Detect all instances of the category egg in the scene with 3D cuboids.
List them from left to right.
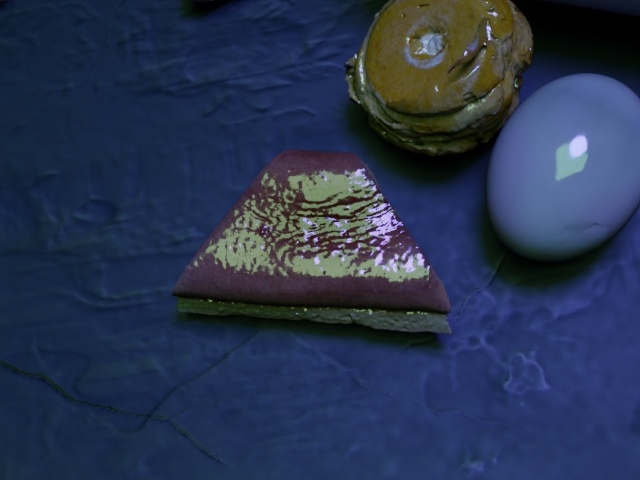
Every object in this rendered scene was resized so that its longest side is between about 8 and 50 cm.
[{"bbox_3d":[0.165,-0.048,0.644,0.103,0.103,0.135,28,78,14],"label":"egg"}]

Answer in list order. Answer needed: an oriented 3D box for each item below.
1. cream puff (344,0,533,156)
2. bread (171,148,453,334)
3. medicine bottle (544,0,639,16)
[{"bbox_3d":[0.087,-0.117,0.676,0.133,0.104,0.119,-39,59,27],"label":"cream puff"},{"bbox_3d":[0.000,0.000,0.665,0.193,0.067,0.119,6,80,9],"label":"bread"},{"bbox_3d":[0.228,-0.258,0.651,0.372,0.211,0.211,13,74,11],"label":"medicine bottle"}]
